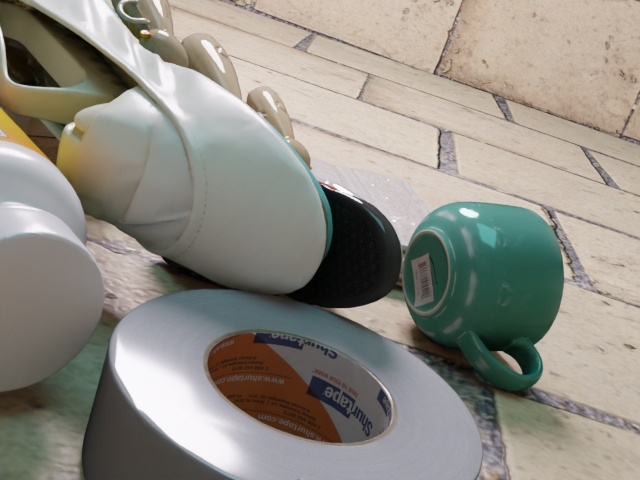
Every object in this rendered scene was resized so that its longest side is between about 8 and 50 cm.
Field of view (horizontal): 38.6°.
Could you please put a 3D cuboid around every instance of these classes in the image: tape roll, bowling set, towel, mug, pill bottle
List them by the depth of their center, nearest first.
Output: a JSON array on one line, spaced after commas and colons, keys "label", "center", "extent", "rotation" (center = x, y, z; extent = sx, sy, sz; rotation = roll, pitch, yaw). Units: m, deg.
[{"label": "tape roll", "center": [-0.021, 0.111, 0.528], "extent": [0.219, 0.072, 0.219], "rotation": [17, 19, -6]}, {"label": "pill bottle", "center": [-0.231, -0.015, 0.573], "extent": [0.136, 0.136, 0.246], "rotation": [1, 26, -41]}, {"label": "mug", "center": [0.135, 0.037, 0.782], "extent": [0.097, 0.129, 0.158], "rotation": [5, 24, -27]}, {"label": "bowling set", "center": [-0.151, -0.108, 0.903], "extent": [0.287, 0.200, 0.154], "rotation": [35, 22, -47]}, {"label": "towel", "center": [0.031, -0.033, 0.993], "extent": [0.187, 0.049, 0.282], "rotation": [14, 20, -15]}]

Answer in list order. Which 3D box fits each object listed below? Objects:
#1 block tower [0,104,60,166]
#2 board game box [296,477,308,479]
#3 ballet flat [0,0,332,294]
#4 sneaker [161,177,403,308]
[{"label": "block tower", "center": [-0.341, -0.146, 0.888], "extent": [0.097, 0.091, 0.335], "rotation": [-1, 28, -42]}, {"label": "board game box", "center": [0.082, 0.160, 0.378], "extent": [0.194, 0.060, 0.194], "rotation": [17, -9, 23]}, {"label": "ballet flat", "center": [-0.158, -0.086, 0.674], "extent": [0.139, 0.139, 0.400], "rotation": [-3, 38, -47]}, {"label": "sneaker", "center": [0.000, -0.001, 0.726], "extent": [0.145, 0.090, 0.270], "rotation": [4, 1, -42]}]
